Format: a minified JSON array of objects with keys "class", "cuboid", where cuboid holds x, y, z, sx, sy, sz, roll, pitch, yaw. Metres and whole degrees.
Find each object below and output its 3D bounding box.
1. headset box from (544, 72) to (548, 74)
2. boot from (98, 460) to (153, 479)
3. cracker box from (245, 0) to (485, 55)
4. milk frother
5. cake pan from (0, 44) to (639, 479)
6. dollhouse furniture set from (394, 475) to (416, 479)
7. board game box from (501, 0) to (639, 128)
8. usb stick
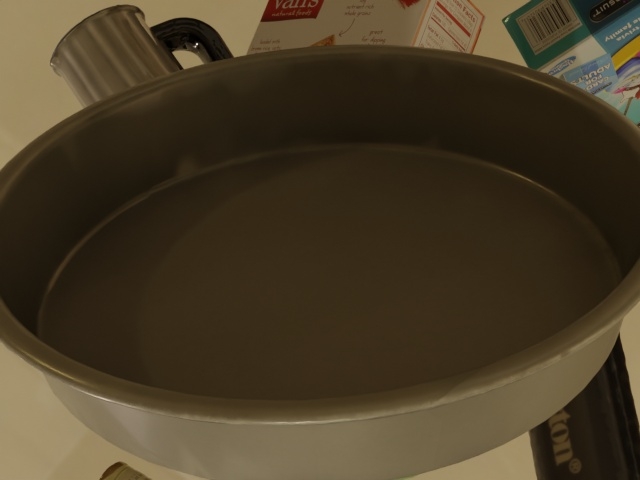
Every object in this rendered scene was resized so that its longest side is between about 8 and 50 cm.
[{"class":"headset box","cuboid":[0.080,-0.025,1.294,0.283,0.131,0.246,3,114,34]},{"class":"boot","cuboid":[-0.189,0.372,1.501,0.165,0.213,0.077,19,-167,19]},{"class":"cracker box","cuboid":[0.002,-0.074,0.936,0.156,0.232,0.067,7,160,43]},{"class":"milk frother","cuboid":[-0.130,-0.090,1.047,0.134,0.129,0.143,55,138,17]},{"class":"cake pan","cuboid":[0.000,0.000,0.573,0.293,0.293,0.054,27,134,40]},{"class":"dollhouse furniture set","cuboid":[0.078,0.281,1.625,0.152,0.076,0.058,34,-149,-46]},{"class":"board game box","cuboid":[0.380,-0.228,1.480,0.336,0.254,0.079,23,-141,-59]},{"class":"usb stick","cuboid":[0.164,0.093,0.873,0.077,0.278,0.045,-24,150,32]}]
